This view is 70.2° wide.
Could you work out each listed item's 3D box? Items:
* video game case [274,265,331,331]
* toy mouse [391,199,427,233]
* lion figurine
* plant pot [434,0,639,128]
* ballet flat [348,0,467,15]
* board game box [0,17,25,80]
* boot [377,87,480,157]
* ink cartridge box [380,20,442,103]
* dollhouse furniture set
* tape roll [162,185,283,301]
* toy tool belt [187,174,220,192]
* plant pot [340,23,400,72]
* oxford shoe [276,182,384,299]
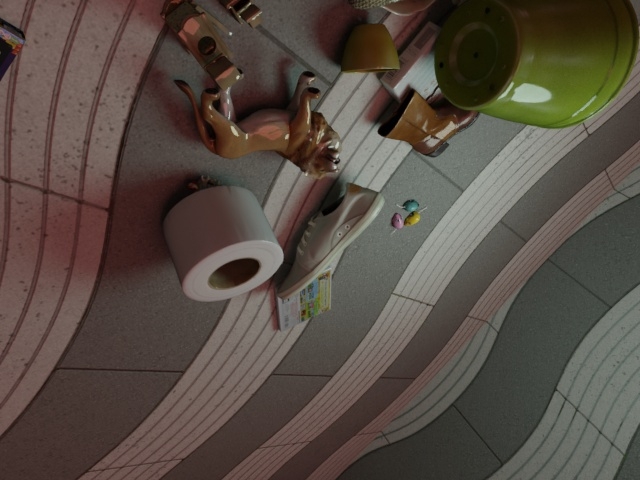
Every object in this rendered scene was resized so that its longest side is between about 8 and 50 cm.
[{"bbox_3d":[-0.056,0.200,1.567,0.207,0.026,0.226,-22,137,-21],"label":"video game case"},{"bbox_3d":[0.295,-0.087,1.567,0.161,0.031,0.143,-42,142,3],"label":"toy mouse"},{"bbox_3d":[-0.124,-0.245,1.019,0.393,0.142,0.240,-2,137,-20],"label":"lion figurine"},{"bbox_3d":[0.478,-0.445,1.096,0.353,0.366,0.366,-13,134,-31],"label":"plant pot"},{"bbox_3d":[0.266,-0.587,0.989,0.483,0.164,0.182,-17,158,-18],"label":"ballet flat"},{"bbox_3d":[-0.556,-0.294,0.665,0.141,0.048,0.170,-47,141,12],"label":"board game box"},{"bbox_3d":[0.312,-0.368,1.261,0.281,0.096,0.264,10,133,-49],"label":"boot"},{"bbox_3d":[0.264,-0.438,1.205,0.181,0.056,0.225,-49,159,11],"label":"ink cartridge box"},{"bbox_3d":[-0.166,-0.380,0.789,0.161,0.182,0.101,-39,142,-1],"label":"dollhouse furniture set"},{"bbox_3d":[-0.231,0.012,1.083,0.246,0.169,0.246,-21,152,-12],"label":"tape roll"},{"bbox_3d":[-0.269,-0.130,1.063,0.083,0.052,0.051,31,74,-53],"label":"toy tool belt"},{"bbox_3d":[0.110,-0.431,1.024,0.134,0.134,0.095,-13,110,-30],"label":"plant pot"},{"bbox_3d":[0.000,0.000,1.349,0.130,0.169,0.449,38,113,-9],"label":"oxford shoe"}]
